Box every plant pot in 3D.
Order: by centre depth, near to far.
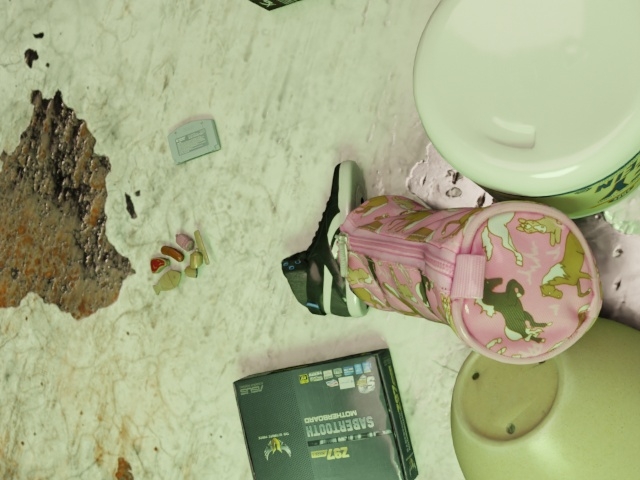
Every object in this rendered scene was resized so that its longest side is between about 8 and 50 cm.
[{"bbox_3d":[0.253,0.193,0.875,0.284,0.191,0.284,-28,44,31],"label":"plant pot"}]

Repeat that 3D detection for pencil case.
[{"bbox_3d":[0.141,0.027,0.889,0.167,0.386,0.160,-29,101,-12],"label":"pencil case"}]

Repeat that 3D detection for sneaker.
[{"bbox_3d":[0.000,0.000,1.112,0.121,0.079,0.216,-2,92,22],"label":"sneaker"}]

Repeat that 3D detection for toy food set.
[{"bbox_3d":[-0.219,0.030,1.243,0.122,0.019,0.077,-24,82,30],"label":"toy food set"}]

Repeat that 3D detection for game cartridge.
[{"bbox_3d":[-0.194,-0.154,1.228,0.083,0.017,0.055,-16,89,23],"label":"game cartridge"}]

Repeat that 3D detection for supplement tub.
[{"bbox_3d":[0.249,-0.145,0.857,0.236,0.325,0.235,-2,85,22],"label":"supplement tub"}]

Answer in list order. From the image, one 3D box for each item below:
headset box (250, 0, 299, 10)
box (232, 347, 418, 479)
[{"bbox_3d":[0.017,-0.463,1.076,0.293,0.110,0.218,-12,87,23],"label":"headset box"},{"bbox_3d":[0.004,0.263,1.128,0.233,0.059,0.183,-14,87,23],"label":"box"}]
